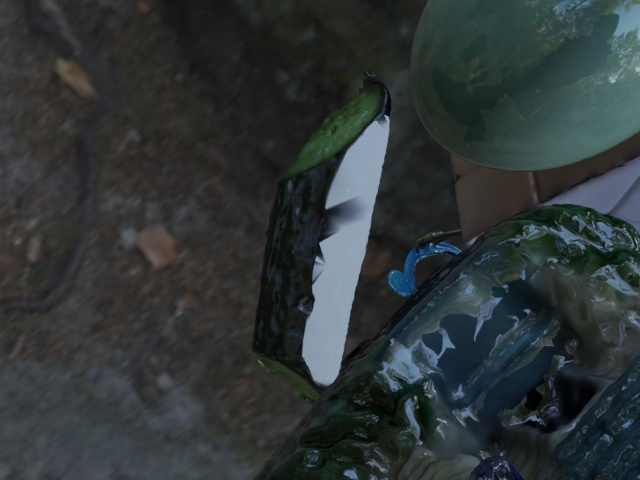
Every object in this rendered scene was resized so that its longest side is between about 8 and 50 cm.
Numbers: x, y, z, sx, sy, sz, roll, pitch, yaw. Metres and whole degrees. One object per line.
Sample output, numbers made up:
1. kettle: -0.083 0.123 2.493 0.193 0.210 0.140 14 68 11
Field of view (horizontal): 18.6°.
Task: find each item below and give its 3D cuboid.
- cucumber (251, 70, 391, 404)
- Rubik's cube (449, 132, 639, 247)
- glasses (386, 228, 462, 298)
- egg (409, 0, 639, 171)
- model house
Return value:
1. cucumber: 0.000 0.000 1.231 0.070 0.046 0.220 5 97 -42
2. Rubik's cube: 0.266 -0.082 1.836 0.231 0.221 0.225 34 39 -44
3. glasses: 0.200 0.039 2.106 0.102 0.207 0.239 19 31 -45
4. egg: 0.160 -0.139 1.263 0.168 0.231 0.168 47 17 -18
5. model house: 0.127 0.148 0.842 0.243 0.284 0.298 44 83 -13
